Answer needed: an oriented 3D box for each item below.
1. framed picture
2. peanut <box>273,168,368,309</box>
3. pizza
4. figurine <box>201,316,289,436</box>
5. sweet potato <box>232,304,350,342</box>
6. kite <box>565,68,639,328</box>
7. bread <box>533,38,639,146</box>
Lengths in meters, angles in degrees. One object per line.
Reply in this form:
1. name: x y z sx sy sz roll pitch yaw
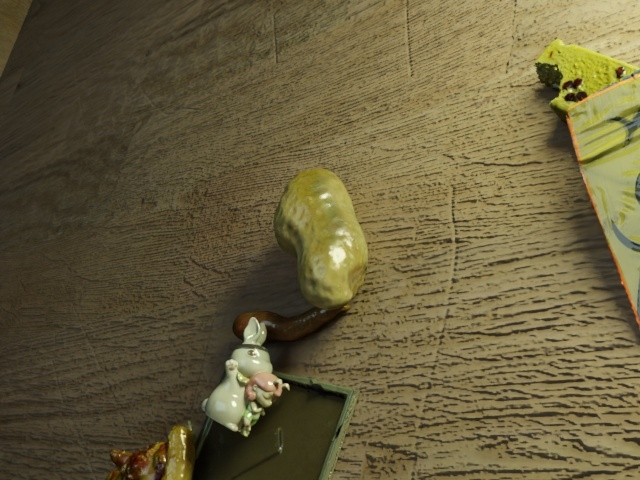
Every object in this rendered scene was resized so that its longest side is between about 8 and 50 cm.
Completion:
1. framed picture: -0.078 0.276 1.141 0.281 0.019 0.208 4 69 50
2. peanut: 0.000 0.000 1.167 0.110 0.120 0.236 118 152 -43
3. pizza: -0.272 0.387 1.221 0.229 0.081 0.289 10 80 59
4. figurine: -0.088 0.190 1.153 0.098 0.081 0.146 29 81 11
5. sweet potato: -0.050 0.118 1.200 0.214 0.050 0.050 -11 57 39
6. kite: 0.387 -0.056 0.813 0.378 0.013 0.327 32 97 41
7. bread: 0.324 -0.168 0.974 0.088 0.049 0.226 -55 37 5
